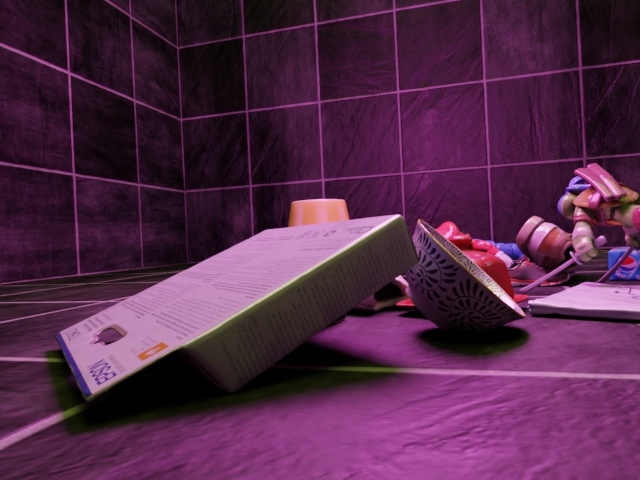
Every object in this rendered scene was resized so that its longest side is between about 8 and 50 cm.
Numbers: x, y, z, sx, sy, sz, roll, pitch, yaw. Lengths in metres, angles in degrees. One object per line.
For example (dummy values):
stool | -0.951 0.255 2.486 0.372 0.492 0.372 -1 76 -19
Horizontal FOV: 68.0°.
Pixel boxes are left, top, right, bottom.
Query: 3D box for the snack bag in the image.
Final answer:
snack bag | 0.516 0.078 0.676 0.343 0.037 0.323 -3 0 42

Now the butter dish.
butter dish | 0.217 0.050 0.730 0.160 0.118 0.160 -2 1 42

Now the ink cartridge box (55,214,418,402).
ink cartridge box | -0.112 0.072 0.546 0.330 0.071 0.324 -30 14 -29

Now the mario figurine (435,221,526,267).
mario figurine | 0.442 0.059 1.394 0.321 0.170 0.198 8 -39 -13

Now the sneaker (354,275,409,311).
sneaker | 0.043 0.076 0.779 0.232 0.090 0.115 -4 4 -14

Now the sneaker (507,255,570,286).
sneaker | 0.457 0.065 1.024 0.158 0.064 0.061 -3 0 2

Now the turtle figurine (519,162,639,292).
turtle figurine | 0.551 0.000 0.847 0.198 0.274 0.266 22 -9 -19

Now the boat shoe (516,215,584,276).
boat shoe | 0.552 0.038 1.103 0.302 0.113 0.103 20 14 -48

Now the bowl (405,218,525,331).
bowl | 0.159 0.058 0.589 0.080 0.170 0.170 -48 -13 14

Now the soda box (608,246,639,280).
soda box | 0.721 0.052 1.111 0.071 0.067 0.210 -2 0 35

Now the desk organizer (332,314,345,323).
desk organizer | -0.010 0.097 0.659 0.050 0.047 0.130 0 1 24

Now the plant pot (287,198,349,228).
plant pot | 0.000 0.000 1.433 0.254 0.239 0.254 -2 0 0
